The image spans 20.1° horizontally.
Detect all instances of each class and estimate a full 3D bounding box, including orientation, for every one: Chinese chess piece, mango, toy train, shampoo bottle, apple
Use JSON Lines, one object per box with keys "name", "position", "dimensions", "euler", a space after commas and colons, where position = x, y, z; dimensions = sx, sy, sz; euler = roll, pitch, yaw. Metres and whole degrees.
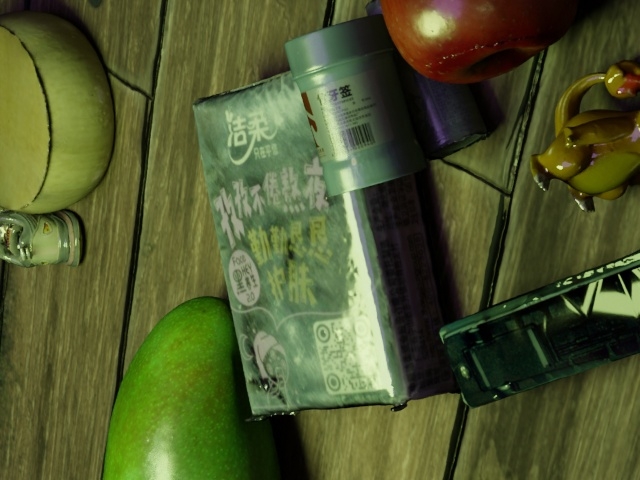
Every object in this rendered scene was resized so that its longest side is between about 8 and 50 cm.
{"name": "Chinese chess piece", "position": [-0.367, -0.161, 2.279], "dimensions": [0.257, 0.104, 0.257], "euler": [18, 113, 47]}
{"name": "mango", "position": [-0.143, 0.252, 2.056], "dimensions": [0.225, 0.201, 0.382], "euler": [-158, 72, -70]}
{"name": "toy train", "position": [0.267, 0.058, 1.593], "dimensions": [0.409, 0.089, 0.086], "euler": [-26, 84, 49]}
{"name": "shampoo bottle", "position": [0.094, -0.186, 1.751], "dimensions": [0.072, 0.072, 0.214], "euler": [-34, 74, 49]}
{"name": "apple", "position": [0.139, -0.231, 1.599], "dimensions": [0.181, 0.181, 0.168], "euler": [-19, 84, 51]}

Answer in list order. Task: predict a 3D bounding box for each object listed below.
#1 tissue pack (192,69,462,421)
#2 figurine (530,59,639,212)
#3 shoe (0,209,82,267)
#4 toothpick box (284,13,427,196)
{"name": "tissue pack", "position": [0.000, 0.000, 1.878], "dimensions": [0.259, 0.122, 0.361], "euler": [-12, 89, 49]}
{"name": "figurine", "position": [0.271, -0.105, 1.555], "dimensions": [0.176, 0.121, 0.122], "euler": [-17, 59, 38]}
{"name": "shoe", "position": [-0.391, -0.008, 2.358], "dimensions": [0.180, 0.092, 0.089], "euler": [26, 120, 44]}
{"name": "toothpick box", "position": [0.033, -0.128, 1.711], "dimensions": [0.101, 0.101, 0.153], "euler": [-14, 93, 51]}
